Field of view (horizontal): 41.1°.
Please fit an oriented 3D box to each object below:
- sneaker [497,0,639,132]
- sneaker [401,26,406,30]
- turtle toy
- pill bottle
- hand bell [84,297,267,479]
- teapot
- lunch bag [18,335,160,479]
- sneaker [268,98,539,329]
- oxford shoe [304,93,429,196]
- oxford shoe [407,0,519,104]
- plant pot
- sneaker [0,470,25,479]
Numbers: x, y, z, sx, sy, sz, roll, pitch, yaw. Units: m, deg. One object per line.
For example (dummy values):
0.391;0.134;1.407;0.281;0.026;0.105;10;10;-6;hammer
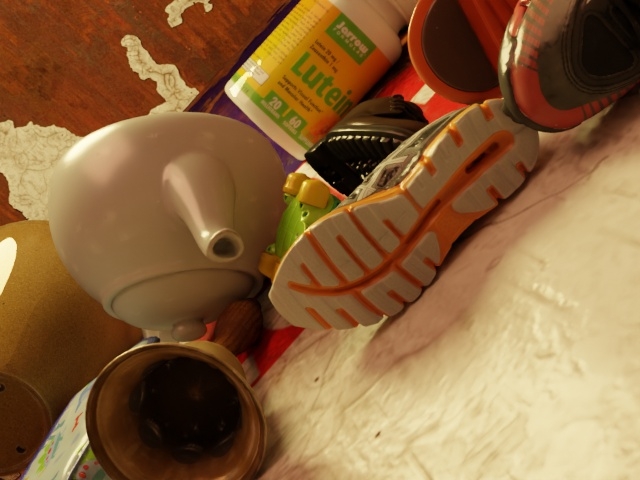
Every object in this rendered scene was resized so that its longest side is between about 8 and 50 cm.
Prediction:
0.215;-0.169;0.490;0.276;0.098;0.135;-45;15;7;sneaker
0.062;-0.303;1.142;0.223;0.098;0.083;-46;18;9;sneaker
0.000;0.000;0.703;0.130;0.066;0.095;-147;75;-70;turtle toy
0.011;-0.230;1.045;0.245;0.136;0.136;-47;17;6;pill bottle
-0.083;0.094;0.687;0.126;0.126;0.242;-43;7;17;hand bell
-0.140;0.010;0.832;0.253;0.256;0.187;-19;69;19;teapot
-0.190;0.198;0.712;0.176;0.090;0.219;-41;18;36;lunch bag
0.055;-0.017;0.599;0.215;0.084;0.083;-38;16;3;sneaker
0.057;-0.092;0.742;0.096;0.083;0.227;-47;18;-8;oxford shoe
0.213;-0.245;0.624;0.364;0.130;0.133;-37;4;13;oxford shoe
-0.317;0.128;0.910;0.237;0.237;0.254;-46;18;10;plant pot
-0.394;0.286;1.016;0.093;0.088;0.225;-22;32;53;sneaker
